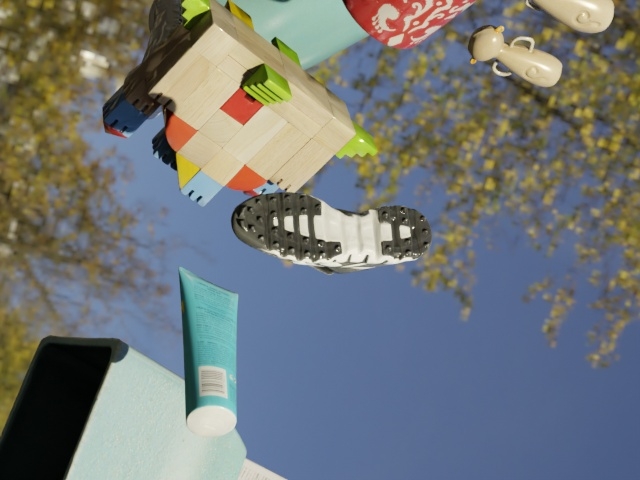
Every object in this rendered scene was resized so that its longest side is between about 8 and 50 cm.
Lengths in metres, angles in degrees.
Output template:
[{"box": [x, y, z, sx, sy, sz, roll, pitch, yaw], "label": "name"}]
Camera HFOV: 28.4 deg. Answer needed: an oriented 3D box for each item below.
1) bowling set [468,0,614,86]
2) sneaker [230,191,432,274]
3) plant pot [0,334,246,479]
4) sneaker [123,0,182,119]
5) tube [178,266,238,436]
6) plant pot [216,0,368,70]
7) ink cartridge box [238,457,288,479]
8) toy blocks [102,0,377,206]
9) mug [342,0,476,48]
[{"box": [0.282, -0.344, 1.537, 0.287, 0.154, 0.200, -50, -153, 44], "label": "bowling set"}, {"box": [0.000, 0.000, 1.400, 0.106, 0.234, 0.078, -30, -120, 58], "label": "sneaker"}, {"box": [-0.246, 0.283, 1.599, 0.247, 0.252, 0.248, -4, -119, 55], "label": "plant pot"}, {"box": [-0.251, -0.359, 2.289, 0.152, 0.114, 0.305, -21, -133, 48], "label": "sneaker"}, {"box": [-0.120, 0.116, 1.376, 0.052, 0.080, 0.207, -40, -145, 29], "label": "tube"}, {"box": [-0.088, -0.404, 2.138, 0.235, 0.293, 0.293, -35, -148, 2], "label": "plant pot"}, {"box": [-0.175, 0.370, 1.756, 0.186, 0.311, 0.065, -62, 169, -14], "label": "ink cartridge box"}, {"box": [-0.143, -0.174, 1.894, 0.261, 0.381, 0.191, -43, -147, 20], "label": "toy blocks"}, {"box": [0.082, -0.232, 0.941, 0.169, 0.150, 0.113, -37, -131, 44], "label": "mug"}]
